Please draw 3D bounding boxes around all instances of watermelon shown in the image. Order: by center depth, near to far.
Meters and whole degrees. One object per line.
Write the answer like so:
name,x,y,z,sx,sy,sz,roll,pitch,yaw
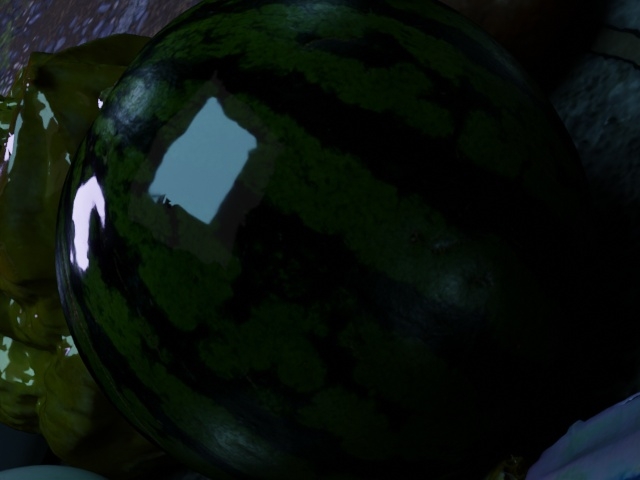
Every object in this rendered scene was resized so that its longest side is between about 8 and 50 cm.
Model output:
watermelon,0.000,0.000,0.854,0.285,0.285,0.285,-38,34,31

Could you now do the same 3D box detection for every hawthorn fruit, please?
hawthorn fruit,0.098,-0.172,1.000,0.189,0.149,0.149,-51,29,20

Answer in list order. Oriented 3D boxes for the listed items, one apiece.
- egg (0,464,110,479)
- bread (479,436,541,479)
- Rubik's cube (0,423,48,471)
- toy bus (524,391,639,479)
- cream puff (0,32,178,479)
egg,-0.235,0.296,0.956,0.371,0.230,0.230,-51,28,-1
bread,0.101,0.158,0.797,0.084,0.080,0.109,-51,-6,11
Rubik's cube,-0.461,0.174,1.304,0.347,0.351,0.352,6,64,58
toy bus,0.217,0.076,0.613,0.317,0.112,0.138,-37,24,31
cream puff,-0.164,-0.005,1.131,0.291,0.257,0.324,-59,28,-12
